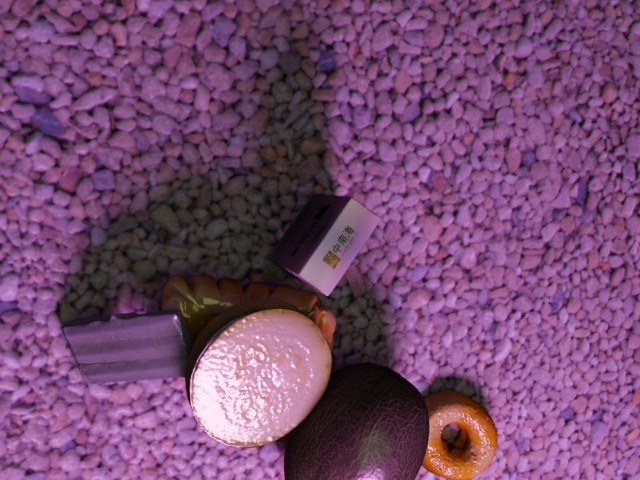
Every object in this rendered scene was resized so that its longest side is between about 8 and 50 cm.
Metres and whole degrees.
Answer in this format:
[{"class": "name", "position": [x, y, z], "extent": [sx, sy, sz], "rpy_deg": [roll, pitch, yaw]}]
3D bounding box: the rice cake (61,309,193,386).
[{"class": "rice cake", "position": [-0.316, 0.175, 1.318], "extent": [0.237, 0.043, 0.127], "rpy_deg": [-10, 104, 23]}]

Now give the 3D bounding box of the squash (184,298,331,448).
[{"class": "squash", "position": [-0.104, 0.217, 1.307], "extent": [0.252, 0.049, 0.252], "rpy_deg": [-10, 114, -24]}]

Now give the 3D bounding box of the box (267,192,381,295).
[{"class": "box", "position": [0.000, 0.000, 1.353], "extent": [0.067, 0.243, 0.155], "rpy_deg": [35, 87, -15]}]

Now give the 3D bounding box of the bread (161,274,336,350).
[{"class": "bread", "position": [-0.128, 0.152, 1.394], "extent": [0.311, 0.121, 0.173], "rpy_deg": [9, 103, -17]}]

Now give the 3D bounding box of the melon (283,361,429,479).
[{"class": "melon", "position": [0.061, 0.369, 1.416], "extent": [0.237, 0.237, 0.302], "rpy_deg": [28, 93, -18]}]

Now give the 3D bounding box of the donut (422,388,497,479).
[{"class": "donut", "position": [0.266, 0.387, 1.567], "extent": [0.174, 0.074, 0.190], "rpy_deg": [-41, 105, -8]}]

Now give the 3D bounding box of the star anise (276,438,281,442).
[{"class": "star anise", "position": [-0.110, 0.312, 1.451], "extent": [0.124, 0.056, 0.129], "rpy_deg": [6, 109, -20]}]
